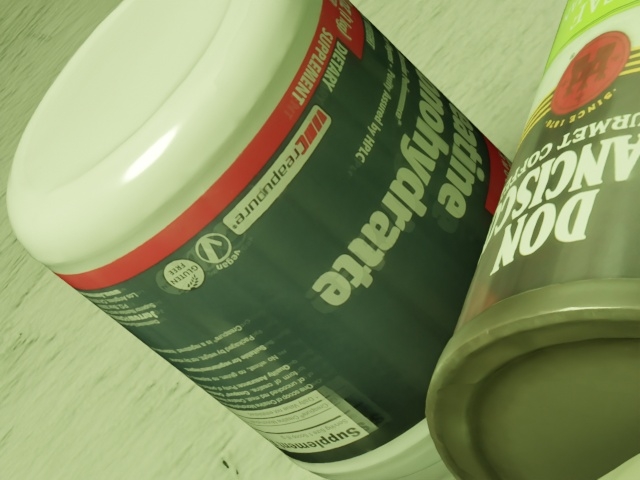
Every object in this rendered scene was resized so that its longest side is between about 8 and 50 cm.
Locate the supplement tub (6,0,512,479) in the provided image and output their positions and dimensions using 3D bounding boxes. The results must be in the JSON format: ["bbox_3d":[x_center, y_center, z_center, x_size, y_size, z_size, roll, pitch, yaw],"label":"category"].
[{"bbox_3d":[0.000,0.000,0.828,0.191,0.272,0.191,-35,30,24],"label":"supplement tub"}]

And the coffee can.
[{"bbox_3d":[0.177,-0.019,0.671,0.201,0.201,0.275,-19,39,45],"label":"coffee can"}]

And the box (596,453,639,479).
[{"bbox_3d":[0.060,0.196,0.470,0.311,0.148,0.121,-38,-5,-44],"label":"box"}]
